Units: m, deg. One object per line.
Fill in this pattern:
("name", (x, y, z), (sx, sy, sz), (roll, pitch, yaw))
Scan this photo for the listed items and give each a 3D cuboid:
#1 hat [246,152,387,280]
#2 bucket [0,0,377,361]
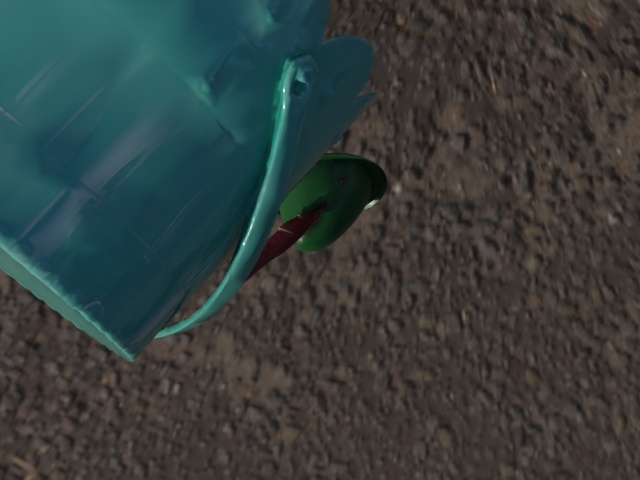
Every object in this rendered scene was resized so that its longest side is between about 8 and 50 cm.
("hat", (0.000, 0.000, 1.978), (0.208, 0.184, 0.173), (-13, 147, 12))
("bucket", (-0.128, -0.082, 0.699), (0.281, 0.281, 0.183), (40, 80, -8))
